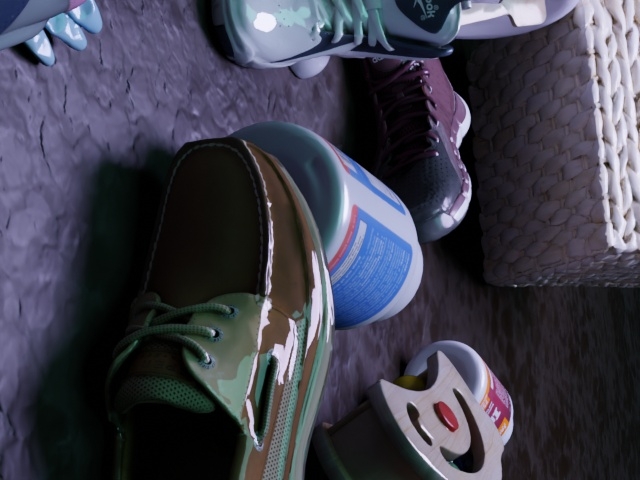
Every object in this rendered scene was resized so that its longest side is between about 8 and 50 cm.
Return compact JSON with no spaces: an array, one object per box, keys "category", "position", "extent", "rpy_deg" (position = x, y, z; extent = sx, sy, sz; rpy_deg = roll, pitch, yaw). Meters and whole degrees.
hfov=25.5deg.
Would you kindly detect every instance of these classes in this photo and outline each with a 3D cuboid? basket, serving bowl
[{"category":"basket","position":[0.359,-0.111,1.632],"extent":[0.331,0.266,0.328],"rpy_deg":[156,-69,-69]},{"category":"serving bowl","position":[-0.009,-0.182,1.214],"extent":[0.083,0.027,0.083],"rpy_deg":[-7,90,-68]}]

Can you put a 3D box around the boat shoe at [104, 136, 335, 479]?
[{"category":"boat shoe","position":[-0.067,0.089,0.855],"extent":[0.120,0.122,0.324],"rpy_deg":[31,54,-60]}]

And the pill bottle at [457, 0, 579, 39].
[{"category":"pill bottle","position":[0.166,-0.415,1.487],"extent":[0.210,0.210,0.363],"rpy_deg":[35,52,-63]}]

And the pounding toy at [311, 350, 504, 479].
[{"category":"pounding toy","position":[0.049,0.200,1.192],"extent":[0.154,0.155,0.269],"rpy_deg":[48,19,-9]}]

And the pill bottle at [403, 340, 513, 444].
[{"category":"pill bottle","position":[0.145,0.164,1.424],"extent":[0.152,0.086,0.086],"rpy_deg":[47,41,-57]}]

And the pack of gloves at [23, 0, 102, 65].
[{"category":"pack of gloves","position":[-0.146,-0.220,0.775],"extent":[0.232,0.046,0.195],"rpy_deg":[49,55,-56]}]

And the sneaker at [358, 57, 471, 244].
[{"category":"sneaker","position":[0.068,-0.118,1.320],"extent":[0.281,0.106,0.162],"rpy_deg":[-81,150,-58]}]

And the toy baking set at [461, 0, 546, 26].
[{"category":"toy baking set","position":[0.117,-0.274,1.274],"extent":[0.197,0.030,0.256],"rpy_deg":[-45,112,-28]}]

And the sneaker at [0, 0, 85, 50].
[{"category":"sneaker","position":[-0.143,-0.164,0.711],"extent":[0.112,0.131,0.319],"rpy_deg":[41,37,7]}]

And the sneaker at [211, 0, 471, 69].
[{"category":"sneaker","position":[0.034,-0.186,1.110],"extent":[0.235,0.153,0.094],"rpy_deg":[0,85,-55]}]

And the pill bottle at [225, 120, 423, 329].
[{"category":"pill bottle","position":[0.000,0.000,1.047],"extent":[0.221,0.124,0.124],"rpy_deg":[32,55,-64]}]
